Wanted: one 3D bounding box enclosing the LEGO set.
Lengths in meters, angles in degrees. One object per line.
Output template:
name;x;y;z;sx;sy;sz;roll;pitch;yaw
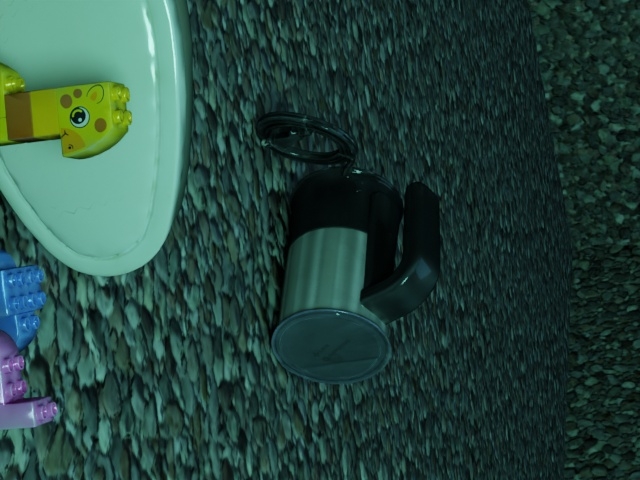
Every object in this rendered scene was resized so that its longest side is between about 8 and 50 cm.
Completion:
LEGO set;-0.126;-0.025;0.715;0.087;0.093;0.227;-12;96;-76

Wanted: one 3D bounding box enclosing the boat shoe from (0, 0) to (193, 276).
boat shoe;-0.110;-0.138;0.795;0.091;0.109;0.305;-42;121;-67

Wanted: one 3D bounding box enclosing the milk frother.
milk frother;0.000;0.000;1.248;0.143;0.129;0.134;26;45;-21
